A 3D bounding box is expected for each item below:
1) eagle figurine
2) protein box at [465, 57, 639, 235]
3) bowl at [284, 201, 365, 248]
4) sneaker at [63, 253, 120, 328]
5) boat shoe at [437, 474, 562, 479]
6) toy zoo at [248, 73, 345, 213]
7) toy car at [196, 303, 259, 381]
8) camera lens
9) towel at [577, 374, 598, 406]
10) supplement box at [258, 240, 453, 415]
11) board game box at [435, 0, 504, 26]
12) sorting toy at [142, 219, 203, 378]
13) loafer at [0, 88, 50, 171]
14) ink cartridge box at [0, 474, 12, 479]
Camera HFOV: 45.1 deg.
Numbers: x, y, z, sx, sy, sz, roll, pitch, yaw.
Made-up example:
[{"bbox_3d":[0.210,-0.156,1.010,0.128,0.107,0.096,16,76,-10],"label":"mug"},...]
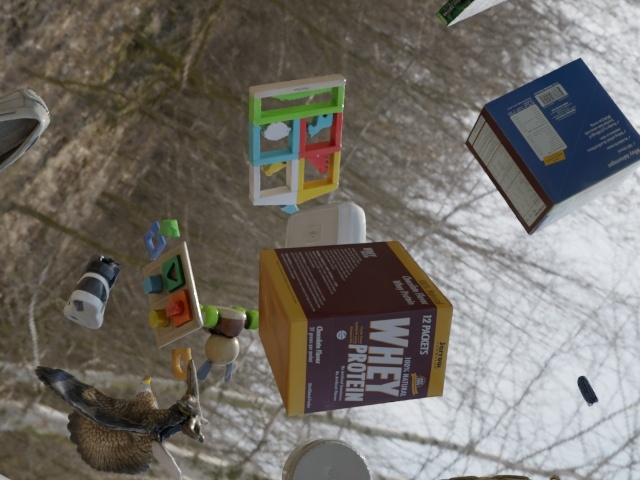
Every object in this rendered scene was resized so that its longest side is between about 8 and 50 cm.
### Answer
[{"bbox_3d":[-0.367,0.332,1.443,0.225,0.298,0.226,163,-77,-88],"label":"eagle figurine"},{"bbox_3d":[0.390,-0.155,1.284,0.199,0.201,0.136,-27,164,-12],"label":"protein box"},{"bbox_3d":[0.000,0.000,1.266,0.142,0.053,0.142,-9,-119,24],"label":"bowl"},{"bbox_3d":[-0.440,0.096,1.519,0.217,0.079,0.121,-38,-152,62],"label":"sneaker"},{"bbox_3d":[0.240,0.340,0.978,0.285,0.105,0.089,-5,-171,36],"label":"boat shoe"},{"bbox_3d":[-0.050,-0.179,1.539,0.030,0.192,0.293,-128,-147,-47],"label":"toy zoo"},{"bbox_3d":[-0.255,0.260,1.945,0.149,0.155,0.188,4,-94,53],"label":"toy car"},{"bbox_3d":[0.014,0.627,2.009,0.219,0.219,0.274,-60,178,-16],"label":"camera lens"},{"bbox_3d":[0.595,0.336,1.724,0.029,0.067,0.119,-28,159,13],"label":"towel"},{"bbox_3d":[0.035,0.101,0.965,0.191,0.194,0.129,-122,-149,-61],"label":"supplement box"},{"bbox_3d":[0.274,-0.388,1.120,0.259,0.030,0.136,-36,173,-47],"label":"board game box"},{"bbox_3d":[-0.320,0.117,1.600,0.196,0.047,0.348,-30,-111,46],"label":"sorting toy"},{"bbox_3d":[-0.599,-0.140,1.294,0.319,0.112,0.111,-37,-144,0],"label":"loafer"},{"bbox_3d":[-0.552,0.236,0.910,0.303,0.307,0.072,3,-122,41],"label":"ink cartridge box"}]
